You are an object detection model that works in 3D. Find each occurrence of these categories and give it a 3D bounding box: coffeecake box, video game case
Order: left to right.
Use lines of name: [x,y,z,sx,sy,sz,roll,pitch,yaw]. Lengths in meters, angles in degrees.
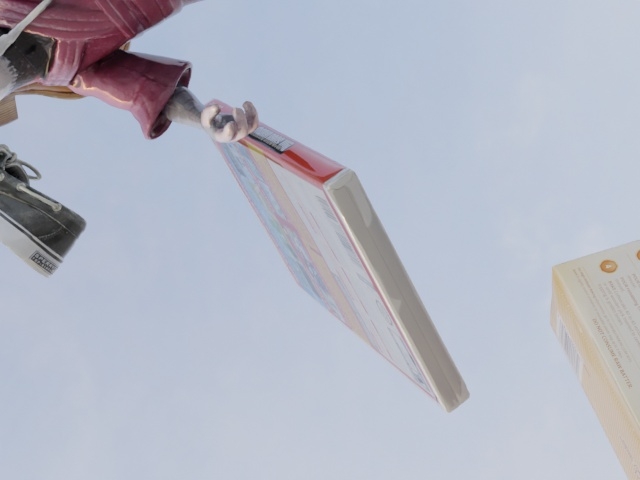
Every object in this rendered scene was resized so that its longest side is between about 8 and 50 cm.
video game case: [0.000,0.000,0.807,0.025,0.285,0.204,-35,-63,-11]
coffeecake box: [0.250,0.059,0.605,0.186,0.142,0.068,-17,-40,-3]

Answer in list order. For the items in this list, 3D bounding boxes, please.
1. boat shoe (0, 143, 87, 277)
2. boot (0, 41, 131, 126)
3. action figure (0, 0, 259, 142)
boat shoe: [-0.422,-0.070,1.336,0.105,0.306,0.113,-52,-35,-10]
boot: [-0.373,-0.285,1.373,0.283,0.109,0.220,-29,-23,-26]
action figure: [-0.143,-0.211,0.720,0.370,0.275,0.248,-35,-51,1]
